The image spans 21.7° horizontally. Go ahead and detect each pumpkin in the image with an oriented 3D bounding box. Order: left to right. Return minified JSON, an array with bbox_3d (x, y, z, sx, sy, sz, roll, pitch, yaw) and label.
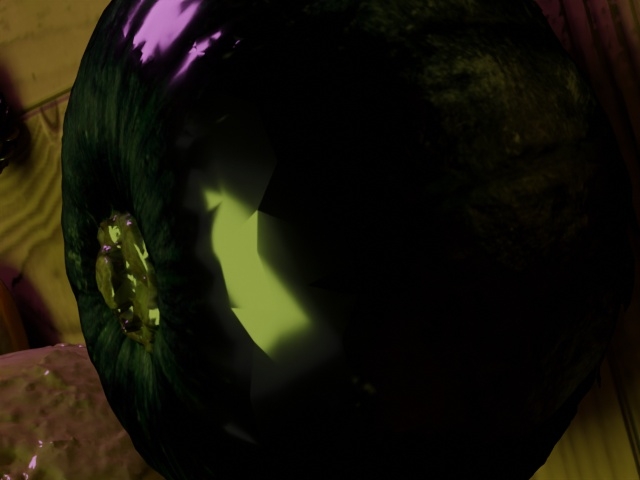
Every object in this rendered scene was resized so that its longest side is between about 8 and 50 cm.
[{"bbox_3d":[0.000,0.000,0.586,0.233,0.163,0.233,33,130,50],"label":"pumpkin"}]

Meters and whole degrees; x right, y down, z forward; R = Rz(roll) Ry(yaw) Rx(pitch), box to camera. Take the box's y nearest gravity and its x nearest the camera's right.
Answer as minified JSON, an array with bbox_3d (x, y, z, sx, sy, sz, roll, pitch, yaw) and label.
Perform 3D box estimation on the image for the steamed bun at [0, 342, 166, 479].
[{"bbox_3d":[-0.169,0.195,0.850,0.166,0.273,0.232,11,127,7],"label":"steamed bun"}]

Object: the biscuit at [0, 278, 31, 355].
[{"bbox_3d":[-0.216,0.091,1.096,0.170,0.050,0.170,35,130,56],"label":"biscuit"}]

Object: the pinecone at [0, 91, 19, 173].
[{"bbox_3d":[-0.223,-0.065,0.999,0.077,0.083,0.077,-38,34,32],"label":"pinecone"}]
